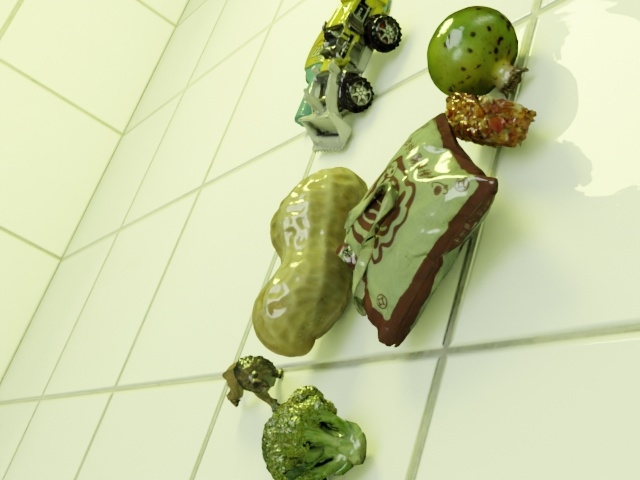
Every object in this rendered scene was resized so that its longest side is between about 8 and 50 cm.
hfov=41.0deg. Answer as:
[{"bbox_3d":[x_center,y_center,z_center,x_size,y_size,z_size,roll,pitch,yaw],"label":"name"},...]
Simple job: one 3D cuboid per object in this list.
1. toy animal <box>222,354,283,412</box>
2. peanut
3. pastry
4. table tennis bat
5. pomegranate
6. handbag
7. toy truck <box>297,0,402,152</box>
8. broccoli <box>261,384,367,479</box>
[{"bbox_3d":[-0.095,0.201,1.216,0.069,0.086,0.220,-67,9,-24],"label":"toy animal"},{"bbox_3d":[-0.014,0.024,1.183,0.120,0.136,0.298,77,-156,-57],"label":"peanut"},{"bbox_3d":[0.201,-0.143,1.045,0.169,0.087,0.063,-128,53,-77],"label":"pastry"},{"bbox_3d":[0.033,-0.363,1.644,0.215,0.044,0.329,-3,57,57],"label":"table tennis bat"},{"bbox_3d":[0.204,-0.242,1.125,0.130,0.130,0.130,-42,30,31],"label":"pomegranate"},{"bbox_3d":[0.114,-0.021,1.020,0.235,0.127,0.213,-60,27,23],"label":"handbag"},{"bbox_3d":[0.036,-0.294,1.471,0.136,0.111,0.285,7,73,61],"label":"toy truck"},{"bbox_3d":[-0.008,0.232,0.978,0.120,0.131,0.130,2,51,15],"label":"broccoli"}]
